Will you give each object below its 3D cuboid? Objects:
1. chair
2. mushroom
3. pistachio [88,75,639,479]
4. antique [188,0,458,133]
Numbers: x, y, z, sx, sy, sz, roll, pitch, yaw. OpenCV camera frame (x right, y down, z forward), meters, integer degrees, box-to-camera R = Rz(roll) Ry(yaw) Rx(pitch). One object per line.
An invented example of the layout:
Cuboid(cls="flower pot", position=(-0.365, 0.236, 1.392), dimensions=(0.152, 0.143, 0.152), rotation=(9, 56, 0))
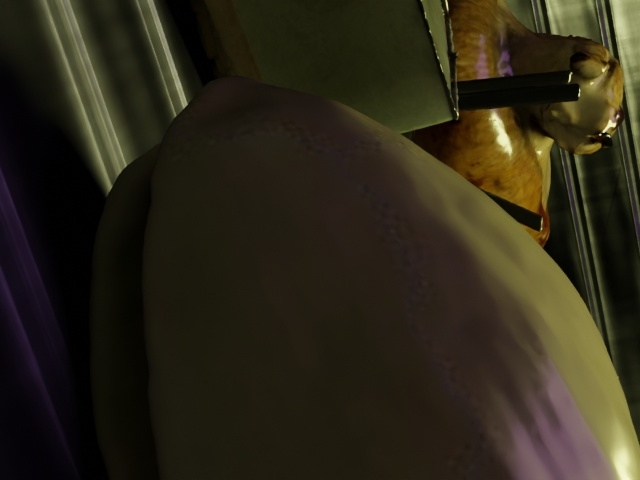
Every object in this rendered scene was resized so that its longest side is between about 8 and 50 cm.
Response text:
Cuboid(cls="chair", position=(0.071, -0.091, 1.040), dimensions=(0.159, 0.247, 0.172), rotation=(-52, 151, -75))
Cuboid(cls="mushroom", position=(0.170, -0.131, 1.309), dimensions=(0.345, 0.260, 0.345), rotation=(-14, 90, -78))
Cuboid(cls="pistachio", position=(0.020, 0.088, 0.539), dimensions=(0.226, 0.208, 0.331), rotation=(-15, 81, -35))
Cuboid(cls="antique", position=(0.001, -0.152, 0.820), dimensions=(0.152, 0.148, 0.146), rotation=(-87, 158, -54))
